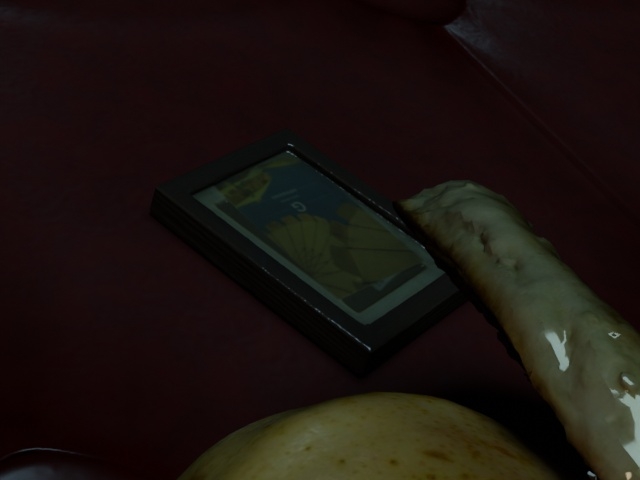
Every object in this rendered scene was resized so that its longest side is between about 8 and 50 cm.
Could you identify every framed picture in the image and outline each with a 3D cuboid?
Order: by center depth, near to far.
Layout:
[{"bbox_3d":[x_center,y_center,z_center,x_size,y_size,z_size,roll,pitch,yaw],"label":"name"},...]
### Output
[{"bbox_3d":[0.000,0.000,0.757,0.168,0.023,0.128,37,39,21],"label":"framed picture"}]

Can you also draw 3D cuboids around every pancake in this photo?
[{"bbox_3d":[0.164,0.100,0.541,0.356,0.065,0.356,45,3,-3],"label":"pancake"}]

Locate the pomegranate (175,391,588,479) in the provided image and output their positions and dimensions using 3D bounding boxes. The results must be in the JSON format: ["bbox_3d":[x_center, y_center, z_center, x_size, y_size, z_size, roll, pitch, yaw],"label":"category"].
[{"bbox_3d":[0.024,0.156,0.435,0.207,0.207,0.207,13,37,-10],"label":"pomegranate"}]
